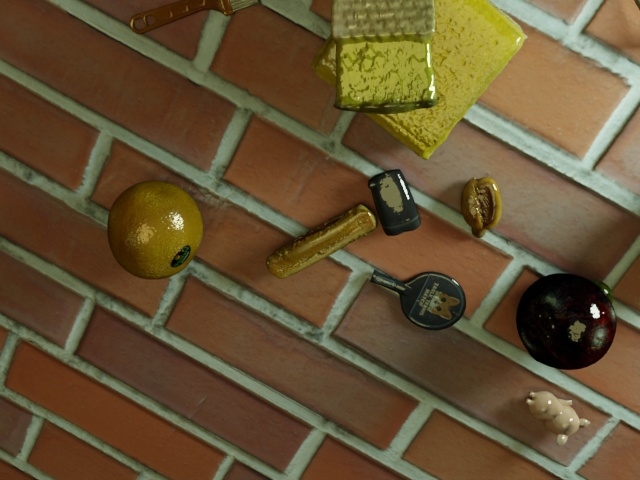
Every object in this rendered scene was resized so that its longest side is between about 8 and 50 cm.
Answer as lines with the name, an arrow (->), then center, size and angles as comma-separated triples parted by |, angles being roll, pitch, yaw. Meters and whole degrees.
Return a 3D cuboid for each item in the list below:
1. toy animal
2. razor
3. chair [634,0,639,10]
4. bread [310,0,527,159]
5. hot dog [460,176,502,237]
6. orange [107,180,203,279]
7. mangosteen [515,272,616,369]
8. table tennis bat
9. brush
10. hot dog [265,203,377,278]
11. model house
toy animal -> 0.554, 0.416, 1.547 | 0.150, 0.089, 0.083 | 36, 115, 8
razor -> 0.166, -0.087, 1.469 | 0.090, 0.054, 0.148 | -18, 105, 13
chair -> 0.652, -0.452, 1.234 | 0.095, 0.104, 0.221 | -22, 99, 44
bread -> 0.192, -0.387, 1.316 | 0.333, 0.143, 0.323 | 39, 110, -3
hot dog -> 0.358, -0.072, 1.437 | 0.090, 0.060, 0.140 | -9, 100, 18
orange -> -0.384, -0.025, 1.514 | 0.237, 0.236, 0.236 | 3, 109, 10
mangosteen -> 0.540, 0.176, 1.417 | 0.216, 0.216, 0.216 | 3, 109, 10
table tennis bat -> 0.231, 0.129, 1.547 | 0.236, 0.027, 0.150 | 23, 111, 0
brush -> -0.287, -0.518, 1.436 | 0.315, 0.017, 0.090 | -13, 103, 16
hot dog -> 0.001, 0.001, 1.527 | 0.289, 0.068, 0.083 | -28, 124, 14
model house -> 0.116, -0.355, 1.171 | 0.194, 0.174, 0.234 | -1, 110, 10
